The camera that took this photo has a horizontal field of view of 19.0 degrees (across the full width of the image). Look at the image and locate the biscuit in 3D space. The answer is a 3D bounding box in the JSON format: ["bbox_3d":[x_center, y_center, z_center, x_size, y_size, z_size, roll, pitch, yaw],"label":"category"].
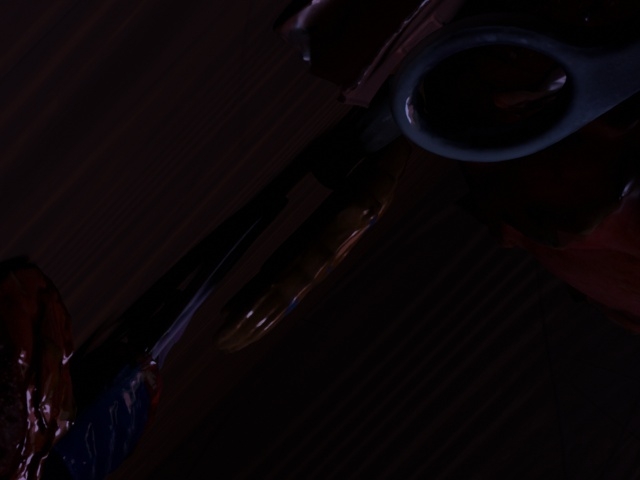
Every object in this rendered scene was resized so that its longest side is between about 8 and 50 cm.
[{"bbox_3d":[0.000,0.000,1.500,0.183,0.043,0.280,-34,-172,45],"label":"biscuit"}]

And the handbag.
[{"bbox_3d":[0.075,-0.161,1.002,0.212,0.059,0.157,-44,175,8],"label":"handbag"}]

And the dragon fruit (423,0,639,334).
[{"bbox_3d":[0.210,-0.097,1.145,0.295,0.302,0.295,-36,-166,10],"label":"dragon fruit"}]

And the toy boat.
[{"bbox_3d":[-0.106,0.066,1.412,0.318,0.072,0.219,-49,179,0],"label":"toy boat"}]

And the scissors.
[{"bbox_3d":[0.232,-0.120,0.909,0.383,0.256,0.029,-46,-154,38],"label":"scissors"}]

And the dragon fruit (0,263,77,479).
[{"bbox_3d":[-0.155,0.078,0.939,0.162,0.083,0.106,-51,177,28],"label":"dragon fruit"}]

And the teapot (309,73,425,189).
[{"bbox_3d":[0.034,-0.082,1.504,0.110,0.043,0.043,-45,177,34],"label":"teapot"}]
